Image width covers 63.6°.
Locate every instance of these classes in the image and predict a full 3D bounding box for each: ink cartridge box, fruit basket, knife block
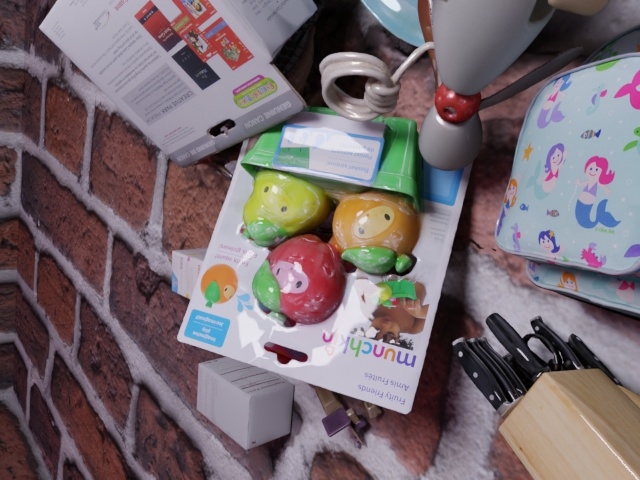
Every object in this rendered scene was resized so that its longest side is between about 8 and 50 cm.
[{"bbox_3d":[-0.240,0.074,1.092,0.143,0.090,0.092,14,104,44],"label":"ink cartridge box"},{"bbox_3d":[-0.172,-0.263,0.681,0.310,0.130,0.272,-10,130,45],"label":"ink cartridge box"},{"bbox_3d":[0.000,0.000,0.669,0.327,0.165,0.352,14,73,19],"label":"fruit basket"},{"bbox_3d":[0.236,0.186,0.493,0.242,0.276,0.088,28,118,9],"label":"knife block"}]

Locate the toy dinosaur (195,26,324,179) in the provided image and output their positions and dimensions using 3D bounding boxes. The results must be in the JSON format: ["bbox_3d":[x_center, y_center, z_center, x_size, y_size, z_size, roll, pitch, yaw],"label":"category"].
[{"bbox_3d":[-0.092,-0.195,0.828,0.127,0.200,0.295,58,132,28],"label":"toy dinosaur"}]

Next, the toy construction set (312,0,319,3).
[{"bbox_3d":[-0.055,-0.456,0.731,0.215,0.151,0.327,37,88,6],"label":"toy construction set"}]

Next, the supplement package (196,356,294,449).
[{"bbox_3d":[-0.150,0.306,1.005,0.179,0.105,0.105,16,104,46],"label":"supplement package"}]

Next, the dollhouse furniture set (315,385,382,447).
[{"bbox_3d":[0.049,0.282,0.862,0.081,0.091,0.114,60,176,-32],"label":"dollhouse furniture set"}]

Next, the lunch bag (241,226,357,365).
[{"bbox_3d":[-0.065,0.097,0.895,0.293,0.120,0.258,11,106,44],"label":"lunch bag"}]

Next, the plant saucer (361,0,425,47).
[{"bbox_3d":[0.113,-0.366,0.558,0.317,0.044,0.317,44,158,23],"label":"plant saucer"}]

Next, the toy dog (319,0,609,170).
[{"bbox_3d":[0.152,-0.213,0.479,0.160,0.220,0.334,-63,8,-20],"label":"toy dog"}]

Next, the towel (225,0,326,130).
[{"bbox_3d":[-0.145,-0.364,0.896,0.235,0.121,0.283,52,131,14],"label":"towel"}]

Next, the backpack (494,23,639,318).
[{"bbox_3d":[0.282,-0.061,0.432,0.225,0.191,0.253,-153,82,-73],"label":"backpack"}]
